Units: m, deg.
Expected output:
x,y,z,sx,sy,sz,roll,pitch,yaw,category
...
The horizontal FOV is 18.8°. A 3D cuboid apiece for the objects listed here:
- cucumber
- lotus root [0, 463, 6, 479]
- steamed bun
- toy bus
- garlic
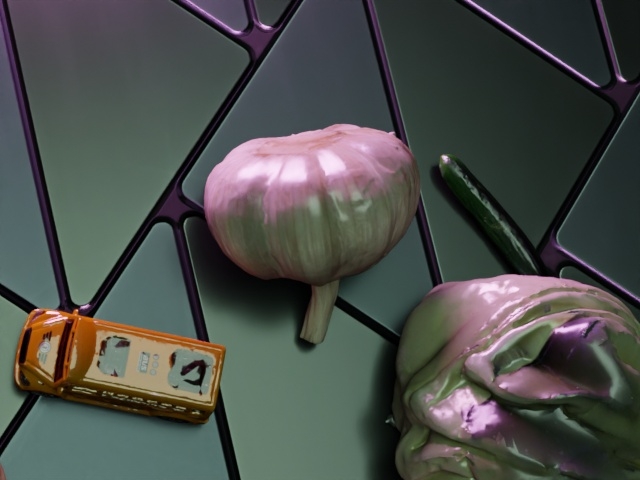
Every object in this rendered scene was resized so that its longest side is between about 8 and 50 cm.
x,y,z,sx,sy,sz,roll,pitch,yaw,category
0.183,-0.016,1.985,0.184,0.033,0.036,50,52,0,cucumber
-0.381,0.302,1.730,0.173,0.173,0.309,14,74,-9,lotus root
0.217,0.172,1.862,0.320,0.206,0.275,46,71,-3,steamed bun
-0.192,0.117,1.844,0.194,0.088,0.083,12,76,-10,toy bus
0.000,0.000,1.881,0.218,0.218,0.212,-12,109,-15,garlic
